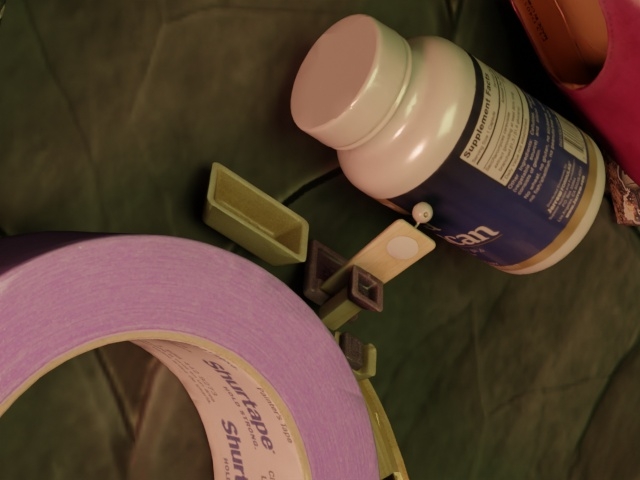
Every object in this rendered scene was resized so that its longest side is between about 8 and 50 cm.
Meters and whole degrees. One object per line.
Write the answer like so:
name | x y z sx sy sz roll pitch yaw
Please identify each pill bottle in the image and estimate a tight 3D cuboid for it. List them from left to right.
pill bottle | 0.069 -0.054 0.795 0.169 0.094 0.094 28 75 -33

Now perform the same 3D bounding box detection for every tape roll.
tape roll | -0.105 0.133 0.679 0.275 0.090 0.274 -1 91 -35

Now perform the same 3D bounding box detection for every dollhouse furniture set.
dollhouse furniture set | 0.000 0.000 0.736 0.114 0.081 0.091 33 37 -24

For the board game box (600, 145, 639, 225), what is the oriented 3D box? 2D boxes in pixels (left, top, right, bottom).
board game box | 0.284 -0.178 0.918 0.232 0.141 0.291 -21 103 -34

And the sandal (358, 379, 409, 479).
sandal | 0.062 0.168 0.801 0.079 0.088 0.240 -22 99 -27

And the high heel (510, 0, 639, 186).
high heel | 0.082 -0.157 0.797 0.181 0.127 0.377 -32 102 -17

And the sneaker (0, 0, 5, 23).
sneaker | -0.195 -0.045 0.595 0.121 0.112 0.299 26 75 -33
